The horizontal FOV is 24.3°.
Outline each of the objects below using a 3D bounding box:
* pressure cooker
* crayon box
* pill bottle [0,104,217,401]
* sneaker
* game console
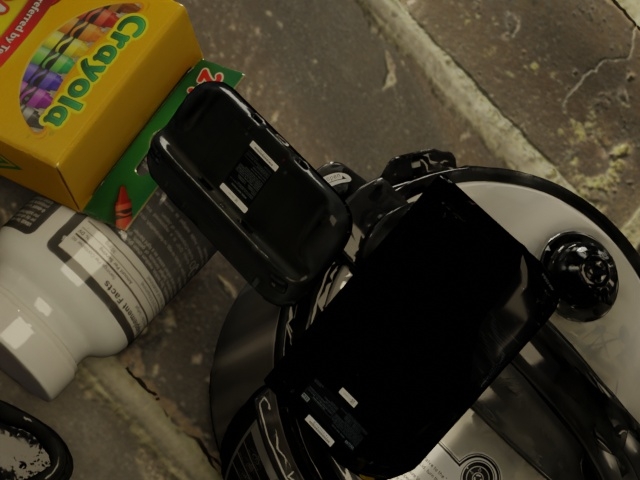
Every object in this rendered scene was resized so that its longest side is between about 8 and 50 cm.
[{"bbox_3d":[0.107,0.120,1.341,0.369,0.420,0.376,4,78,-18],"label":"pressure cooker"},{"bbox_3d":[-0.255,-0.158,1.371,0.318,0.081,0.202,24,65,23],"label":"crayon box"},{"bbox_3d":[-0.206,0.008,1.401,0.162,0.162,0.278,44,71,-5],"label":"pill bottle"},{"bbox_3d":[-0.356,0.162,1.328,0.293,0.146,0.102,18,74,-14],"label":"sneaker"},{"bbox_3d":[0.000,0.000,1.163,0.213,0.044,0.361,-49,64,9],"label":"game console"}]
